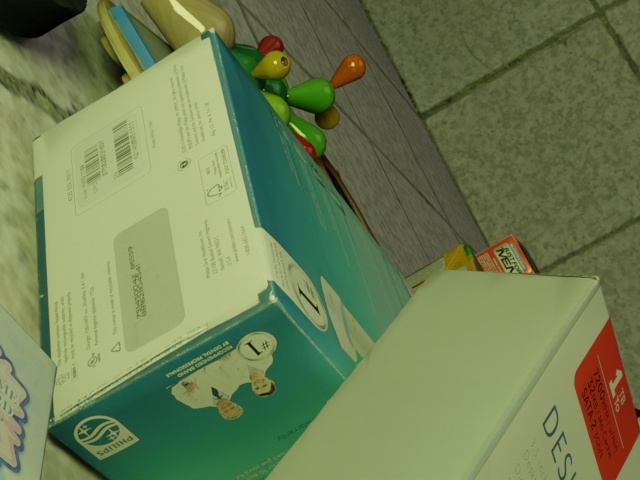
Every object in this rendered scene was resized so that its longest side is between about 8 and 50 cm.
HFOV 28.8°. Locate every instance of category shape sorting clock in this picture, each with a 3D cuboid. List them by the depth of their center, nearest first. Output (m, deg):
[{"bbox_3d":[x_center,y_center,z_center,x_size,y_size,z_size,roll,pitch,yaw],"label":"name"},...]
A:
[{"bbox_3d":[-0.104,-0.088,0.921,0.206,0.040,0.206,54,8,-11],"label":"shape sorting clock"}]

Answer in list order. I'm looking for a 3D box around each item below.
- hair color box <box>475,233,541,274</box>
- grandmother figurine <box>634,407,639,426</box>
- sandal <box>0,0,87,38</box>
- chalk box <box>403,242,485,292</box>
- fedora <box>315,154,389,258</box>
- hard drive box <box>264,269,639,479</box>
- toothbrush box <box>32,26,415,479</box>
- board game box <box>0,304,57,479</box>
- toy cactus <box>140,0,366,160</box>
[{"bbox_3d":[0.153,0.062,1.343,0.053,0.167,0.093,64,11,17],"label":"hair color box"},{"bbox_3d":[0.158,0.135,0.870,0.342,0.208,0.104,7,-75,57],"label":"grandmother figurine"},{"bbox_3d":[-0.242,-0.337,0.771,0.446,0.107,0.167,61,11,6],"label":"sandal"},{"bbox_3d":[0.144,0.137,1.214,0.213,0.132,0.132,57,12,-21],"label":"chalk box"},{"bbox_3d":[0.000,0.000,1.060,0.194,0.079,0.194,59,6,-9],"label":"fedora"},{"bbox_3d":[0.056,0.150,0.531,0.232,0.089,0.181,-48,127,-41],"label":"hard drive box"},{"bbox_3d":[-0.018,0.069,0.687,0.295,0.126,0.216,49,16,-41],"label":"toothbrush box"},{"bbox_3d":[-0.182,0.026,0.231,0.319,0.066,0.318,54,13,-29],"label":"board game box"},{"bbox_3d":[-0.054,-0.133,0.947,0.180,0.112,0.219,44,19,-11],"label":"toy cactus"}]
